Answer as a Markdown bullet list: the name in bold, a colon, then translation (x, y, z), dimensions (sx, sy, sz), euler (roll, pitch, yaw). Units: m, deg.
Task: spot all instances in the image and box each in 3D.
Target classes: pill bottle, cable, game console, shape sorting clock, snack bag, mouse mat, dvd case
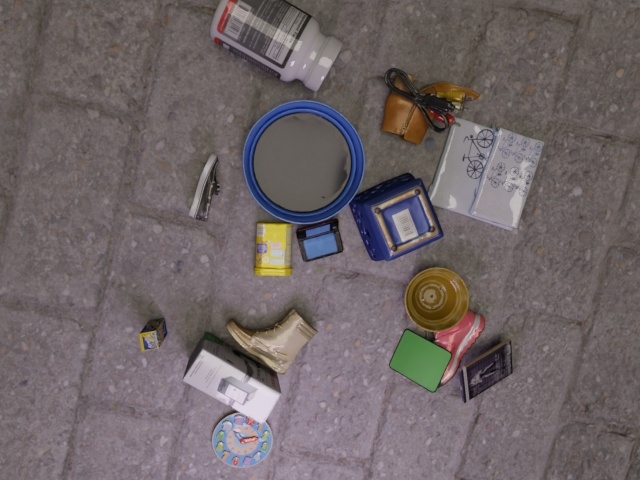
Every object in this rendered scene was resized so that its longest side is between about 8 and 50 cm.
- **pill bottle**: translation (-0.130, -0.611, 1.737), dimensions (0.363, 0.210, 0.210), euler (28, 93, -10)
- **cable**: translation (0.326, -0.439, 1.812), dimensions (0.287, 0.072, 0.139), euler (26, 118, 11)
- **game console**: translation (0.000, 0.000, 1.893), dimensions (0.144, 0.124, 0.085), euler (-16, 72, -5)
- **shape sorting clock**: translation (-0.266, 0.682, 1.966), dimensions (0.206, 0.040, 0.206), euler (-1, 97, -6)
- **snack bag**: translation (0.555, -0.231, 1.950), dimensions (0.342, 0.037, 0.323), euler (17, 95, -8)
- **mouse mat**: translation (0.338, 0.407, 1.961), dimensions (0.189, 0.007, 0.153), euler (26, 94, 29)
- **dvd case**: translation (0.572, 0.450, 1.989), dimensions (0.221, 0.018, 0.164), euler (-26, 124, -17)

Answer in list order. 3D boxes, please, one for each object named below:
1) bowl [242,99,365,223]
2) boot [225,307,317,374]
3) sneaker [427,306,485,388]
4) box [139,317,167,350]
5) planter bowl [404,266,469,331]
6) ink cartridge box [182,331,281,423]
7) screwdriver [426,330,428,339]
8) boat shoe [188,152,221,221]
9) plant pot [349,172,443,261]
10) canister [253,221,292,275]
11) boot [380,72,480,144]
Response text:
- **bowl**: translation (-0.055, -0.250, 1.857), dimensions (0.391, 0.077, 0.391), euler (-1, 97, -7)
- **boot**: translation (-0.160, 0.294, 1.902), dimensions (0.262, 0.095, 0.203), euler (40, 92, -11)
- **sneaker**: translation (0.429, 0.362, 1.986), dimensions (0.136, 0.116, 0.314), euler (34, 86, 1)
- **box**: translation (-0.527, 0.295, 1.823), dimensions (0.054, 0.169, 0.059), euler (-8, 97, -5)
- **planter bowl**: translation (0.384, 0.194, 1.951), dimensions (0.217, 0.090, 0.217), euler (0, 93, -2)
- **ink cartridge box**: translation (-0.279, 0.436, 1.850), dimensions (0.289, 0.211, 0.121), euler (33, 91, -10)
- **screwdriver**: translation (0.375, 0.338, 2.005), dimensions (0.025, 0.024, 0.170), euler (3, 99, 22)
- **boat shoe**: translation (-0.354, -0.168, 1.837), dimensions (0.070, 0.078, 0.219), euler (19, 103, -8)
- **plant pot**: translation (0.247, -0.069, 1.846), dimensions (0.236, 0.212, 0.236), euler (-24, 99, -4)
- **canister**: translation (-0.153, 0.026, 1.882), dimensions (0.126, 0.073, 0.170), euler (2, 95, -7)
- **boot**: translation (0.354, -0.415, 1.880), dimensions (0.295, 0.104, 0.211), euler (11, 101, -3)
